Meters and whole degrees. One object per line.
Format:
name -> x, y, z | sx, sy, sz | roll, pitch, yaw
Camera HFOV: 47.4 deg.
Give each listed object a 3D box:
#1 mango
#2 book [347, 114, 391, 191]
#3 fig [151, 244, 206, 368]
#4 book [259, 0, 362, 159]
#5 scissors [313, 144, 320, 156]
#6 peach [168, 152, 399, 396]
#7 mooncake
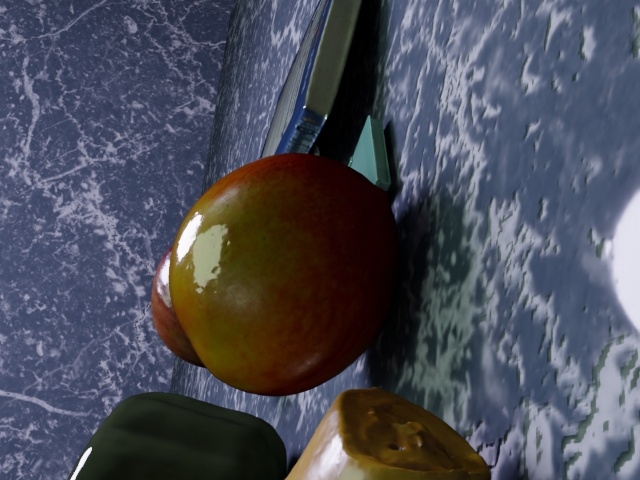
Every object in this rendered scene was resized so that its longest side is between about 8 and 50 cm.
mango -> -0.006, 0.231, 0.428 | 0.359, 0.144, 0.187 | 118, 156, -43
book -> 0.038, -0.043, 0.714 | 0.135, 0.017, 0.103 | 111, 164, -44
fig -> -0.114, 0.076, 0.934 | 0.205, 0.205, 0.205 | -169, 90, -76
book -> -0.030, -0.183, 0.978 | 0.428, 0.039, 0.300 | 129, 157, -64
scissors -> -0.001, 0.000, 0.785 | 0.110, 0.021, 0.212 | 128, 144, -75
peach -> -0.020, 0.019, 0.590 | 0.197, 0.197, 0.197 | -169, 90, -76
mooncake -> -0.144, 0.321, 0.706 | 0.351, 0.187, 0.351 | 14, -90, -84
